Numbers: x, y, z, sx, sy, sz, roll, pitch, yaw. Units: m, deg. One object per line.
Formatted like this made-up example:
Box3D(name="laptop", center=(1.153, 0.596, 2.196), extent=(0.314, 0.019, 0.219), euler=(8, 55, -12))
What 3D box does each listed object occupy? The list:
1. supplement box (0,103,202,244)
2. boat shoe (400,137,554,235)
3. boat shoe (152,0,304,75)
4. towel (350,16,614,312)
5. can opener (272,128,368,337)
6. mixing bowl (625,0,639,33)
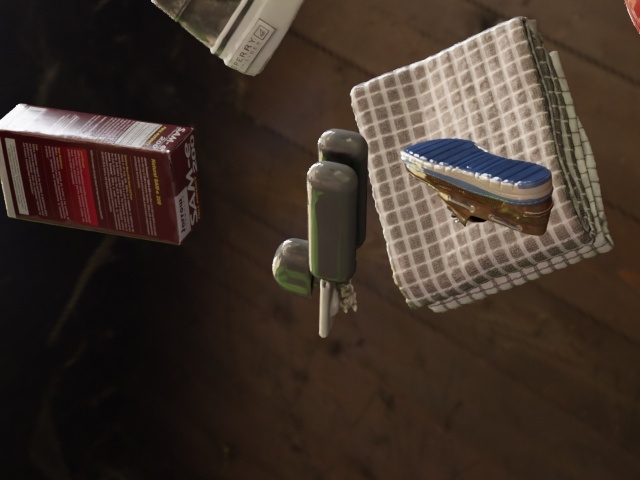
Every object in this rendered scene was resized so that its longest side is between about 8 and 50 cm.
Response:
Box3D(name="supplement box", center=(-0.268, -0.081, 1.655), extent=(0.240, 0.073, 0.130), euler=(10, -55, 18))
Box3D(name="boat shoe", center=(0.140, -0.047, 1.272), extent=(0.183, 0.066, 0.066), euler=(27, -48, 52))
Box3D(name="boat shoe", center=(-0.035, -0.275, 1.105), extent=(0.119, 0.335, 0.121), euler=(34, -47, -12))
Box3D(name="towel", center=(0.169, -0.087, 1.499), extent=(0.235, 0.121, 0.283), euler=(-25, -111, 31))
Box3D(name="can opener", center=(0.000, 0.000, 1.283), extent=(0.093, 0.074, 0.280), euler=(13, -31, 4))
Box3D(name="mixing bowl", center=(0.323, -0.195, 0.990), extent=(0.181, 0.181, 0.098), euler=(43, -34, 13))
